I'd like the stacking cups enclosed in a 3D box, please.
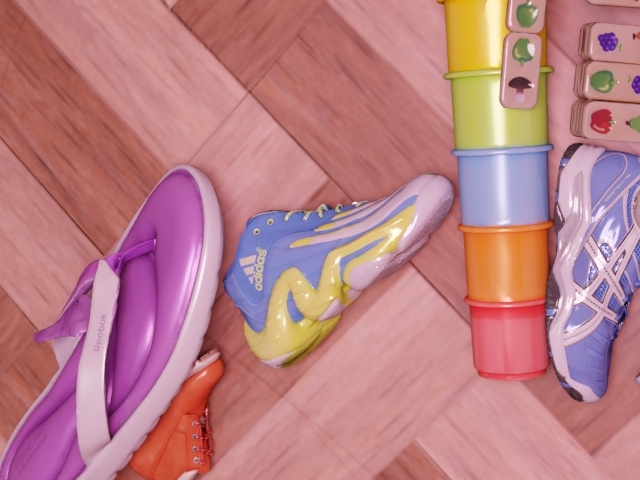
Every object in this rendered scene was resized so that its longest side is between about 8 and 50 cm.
[{"bbox_3d":[0.143,-0.045,1.002,0.096,0.096,0.316,2,97,21],"label":"stacking cups"}]

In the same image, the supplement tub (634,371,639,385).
[{"bbox_3d":[0.309,0.127,0.962,0.107,0.071,0.071,48,109,10],"label":"supplement tub"}]

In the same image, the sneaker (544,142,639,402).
[{"bbox_3d":[0.229,0.029,0.980,0.081,0.080,0.211,5,97,22],"label":"sneaker"}]

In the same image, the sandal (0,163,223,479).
[{"bbox_3d":[-0.213,0.117,1.116,0.169,0.102,0.416,46,113,45],"label":"sandal"}]

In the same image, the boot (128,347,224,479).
[{"bbox_3d":[-0.122,0.172,1.146,0.085,0.059,0.158,41,116,10],"label":"boot"}]

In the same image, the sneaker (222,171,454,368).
[{"bbox_3d":[0.000,0.000,1.061,0.240,0.091,0.126,-45,78,20],"label":"sneaker"}]

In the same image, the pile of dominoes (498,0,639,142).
[{"bbox_3d":[0.244,-0.201,0.928,0.196,0.040,0.251,3,97,-7],"label":"pile of dominoes"}]
